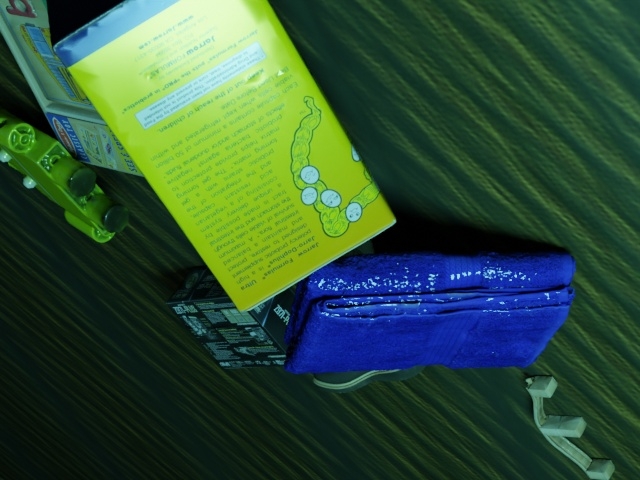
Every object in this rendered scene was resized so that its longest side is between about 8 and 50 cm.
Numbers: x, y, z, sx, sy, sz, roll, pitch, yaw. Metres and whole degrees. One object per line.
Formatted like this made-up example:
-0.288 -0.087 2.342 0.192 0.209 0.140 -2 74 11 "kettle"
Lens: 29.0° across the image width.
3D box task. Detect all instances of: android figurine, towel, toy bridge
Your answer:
-0.384 -0.097 1.749 0.273 0.056 0.248 27 162 40 "android figurine"
0.120 0.095 1.418 0.308 0.076 0.227 -1 147 -9 "towel"
0.316 0.244 1.626 0.063 0.026 0.188 -5 130 48 "toy bridge"

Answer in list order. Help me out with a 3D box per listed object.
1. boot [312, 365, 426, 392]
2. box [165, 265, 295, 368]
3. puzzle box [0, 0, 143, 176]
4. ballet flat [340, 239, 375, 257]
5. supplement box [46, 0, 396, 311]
0.041 0.131 1.708 0.198 0.077 0.137 -20 115 39 "boot"
-0.112 0.110 1.807 0.180 0.077 0.147 -9 128 49 "box"
-0.280 -0.239 1.525 0.272 0.052 0.409 14 143 32 "puzzle box"
0.000 0.000 1.525 0.316 0.106 0.107 45 146 -16 "ballet flat"
-0.102 -0.141 1.280 0.356 0.195 0.194 58 -176 -32 "supplement box"
